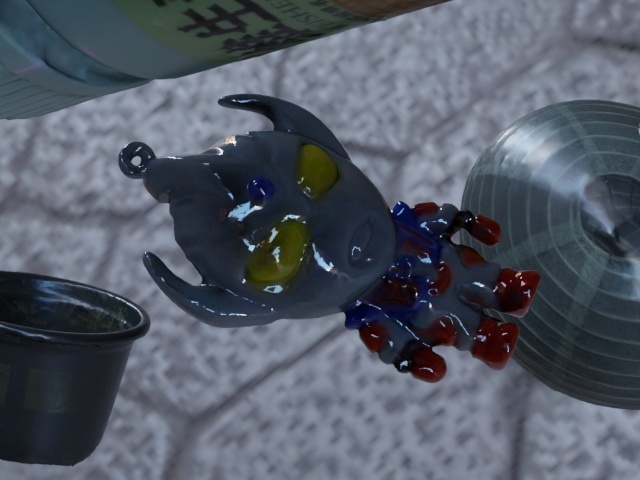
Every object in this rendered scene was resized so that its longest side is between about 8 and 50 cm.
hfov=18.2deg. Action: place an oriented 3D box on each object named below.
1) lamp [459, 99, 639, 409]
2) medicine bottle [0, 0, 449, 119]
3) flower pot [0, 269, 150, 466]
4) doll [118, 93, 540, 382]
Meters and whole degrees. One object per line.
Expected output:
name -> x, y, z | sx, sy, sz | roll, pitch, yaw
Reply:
lamp -> 0.230, 0.012, 1.557 | 0.233, 0.233, 0.265 | -27, 77, 15
medicine bottle -> 0.002, -0.145, 0.626 | 0.318, 0.158, 0.158 | -13, 41, 33
flower pot -> -0.204, 0.091, 1.397 | 0.157, 0.157, 0.107 | 24, 106, 52
doll -> 0.000, 0.001, 0.881 | 0.062, 0.194, 0.104 | 4, -70, -86
